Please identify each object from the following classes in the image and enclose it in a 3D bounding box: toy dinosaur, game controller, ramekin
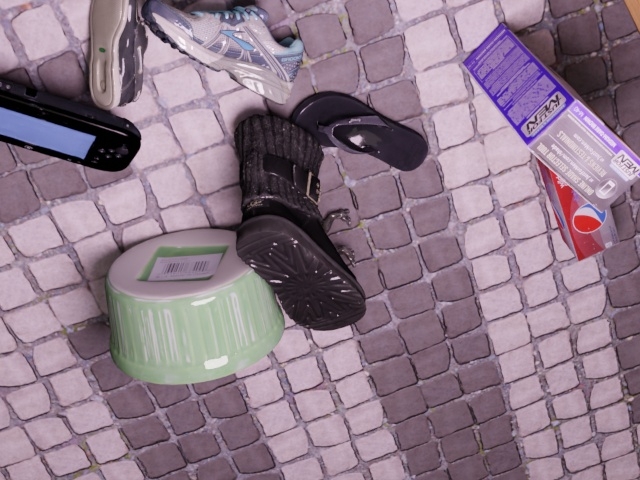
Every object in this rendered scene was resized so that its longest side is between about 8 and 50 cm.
[{"bbox_3d":[0.000,0.000,1.939,0.118,0.064,0.268,-6,119,0],"label":"toy dinosaur"},{"bbox_3d":[-0.445,-0.183,1.690,0.319,0.067,0.166,17,148,-19],"label":"game controller"},{"bbox_3d":[-0.219,0.099,1.818,0.303,0.303,0.148,-10,116,-6],"label":"ramekin"}]

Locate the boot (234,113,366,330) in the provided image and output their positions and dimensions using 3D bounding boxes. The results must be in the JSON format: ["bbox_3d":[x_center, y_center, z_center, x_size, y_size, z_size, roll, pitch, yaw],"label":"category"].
[{"bbox_3d":[-0.029,-0.028,1.808,0.131,0.260,0.348,-17,139,17],"label":"boot"}]

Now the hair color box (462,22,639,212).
[{"bbox_3d":[0.367,-0.205,1.718,0.185,0.339,0.110,36,109,-28],"label":"hair color box"}]

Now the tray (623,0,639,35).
[{"bbox_3d":[0.531,-0.416,1.702,0.076,0.203,0.411,-33,122,8],"label":"tray"}]

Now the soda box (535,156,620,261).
[{"bbox_3d":[0.464,-0.095,1.960,0.092,0.083,0.263,-24,123,3],"label":"soda box"}]

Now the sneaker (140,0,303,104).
[{"bbox_3d":[-0.149,-0.325,1.688,0.283,0.110,0.122,24,97,-35],"label":"sneaker"}]

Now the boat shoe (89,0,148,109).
[{"bbox_3d":[-0.309,-0.322,1.674,0.079,0.084,0.233,-17,124,-45],"label":"boat shoe"}]

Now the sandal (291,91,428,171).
[{"bbox_3d":[0.075,-0.184,1.840,0.254,0.054,0.097,15,117,-20],"label":"sandal"}]
